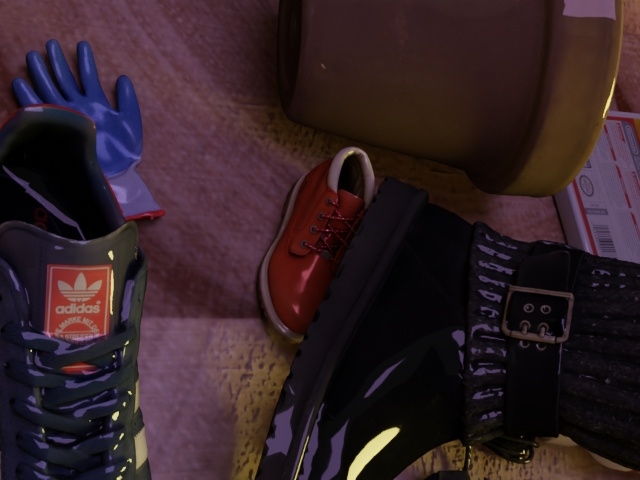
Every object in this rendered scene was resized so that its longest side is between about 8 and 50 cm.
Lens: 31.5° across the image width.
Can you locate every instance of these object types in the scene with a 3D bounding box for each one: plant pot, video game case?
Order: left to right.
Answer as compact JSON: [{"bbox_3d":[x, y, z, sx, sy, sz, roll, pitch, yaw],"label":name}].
[{"bbox_3d":[0.086,-0.168,0.929,0.229,0.263,0.263,1,65,-10],"label":"plant pot"},{"bbox_3d":[0.350,-0.033,1.135,0.285,0.025,0.204,1,66,-30],"label":"video game case"}]

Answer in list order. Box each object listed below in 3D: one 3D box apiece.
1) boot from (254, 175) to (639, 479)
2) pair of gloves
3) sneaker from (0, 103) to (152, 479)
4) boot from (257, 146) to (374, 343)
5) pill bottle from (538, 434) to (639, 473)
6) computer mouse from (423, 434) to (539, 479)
[{"bbox_3d":[0.109,0.121,0.775,0.260,0.131,0.348,23,60,7],"label":"boot"},{"bbox_3d":[-0.209,-0.067,0.816,0.198,0.023,0.159,-17,76,-37],"label":"pair of gloves"},{"bbox_3d":[-0.150,0.074,0.643,0.131,0.148,0.350,0,57,-34],"label":"sneaker"},{"bbox_3d":[0.000,0.000,0.871,0.059,0.085,0.157,24,58,-21],"label":"boot"},{"bbox_3d":[0.291,0.135,0.936,0.216,0.121,0.121,9,61,-8],"label":"pill bottle"},{"bbox_3d":[0.085,0.209,0.832,0.184,0.060,0.262,28,55,-17],"label":"computer mouse"}]
